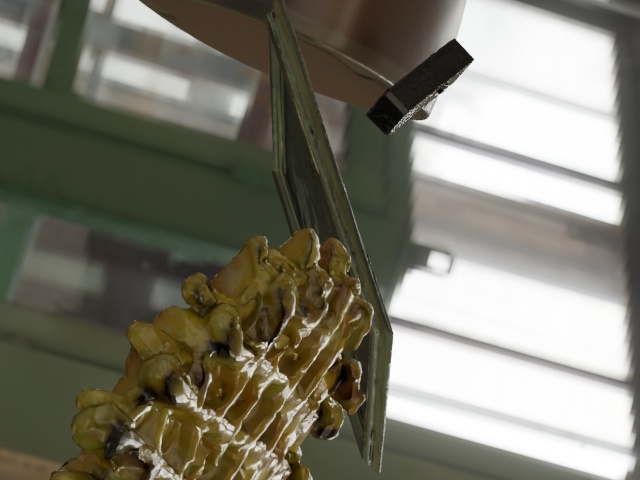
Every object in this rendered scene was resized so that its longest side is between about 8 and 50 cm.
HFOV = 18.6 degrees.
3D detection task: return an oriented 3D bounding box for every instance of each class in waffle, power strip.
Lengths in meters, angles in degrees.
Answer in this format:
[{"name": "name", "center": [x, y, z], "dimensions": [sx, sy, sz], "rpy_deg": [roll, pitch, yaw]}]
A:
[{"name": "waffle", "center": [-0.054, 0.103, 0.911], "dimensions": [0.231, 0.051, 0.229], "rpy_deg": [-34, 145, -45]}, {"name": "power strip", "center": [0.084, -0.127, 1.608], "dimensions": [0.111, 0.029, 0.038], "rpy_deg": [-40, 175, -39]}]

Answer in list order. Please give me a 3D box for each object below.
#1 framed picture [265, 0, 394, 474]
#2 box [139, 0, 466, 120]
[{"name": "framed picture", "center": [0.000, 0.000, 1.445], "dimensions": [0.232, 0.019, 0.296], "rpy_deg": [91, -16, -58]}, {"name": "box", "center": [-0.001, -0.262, 1.768], "dimensions": [0.301, 0.301, 0.216], "rpy_deg": [-171, -78, -79]}]
